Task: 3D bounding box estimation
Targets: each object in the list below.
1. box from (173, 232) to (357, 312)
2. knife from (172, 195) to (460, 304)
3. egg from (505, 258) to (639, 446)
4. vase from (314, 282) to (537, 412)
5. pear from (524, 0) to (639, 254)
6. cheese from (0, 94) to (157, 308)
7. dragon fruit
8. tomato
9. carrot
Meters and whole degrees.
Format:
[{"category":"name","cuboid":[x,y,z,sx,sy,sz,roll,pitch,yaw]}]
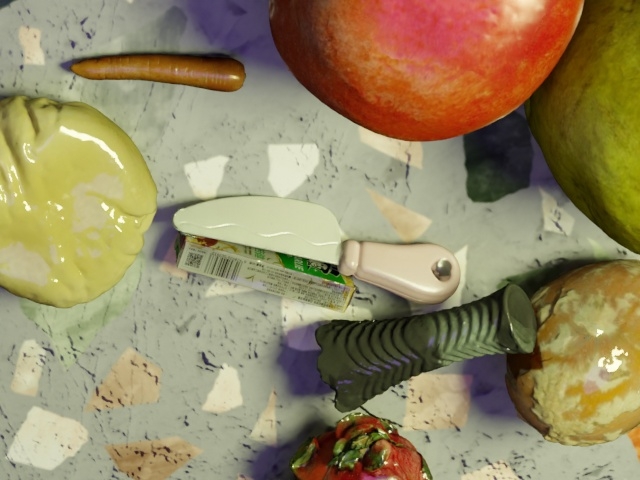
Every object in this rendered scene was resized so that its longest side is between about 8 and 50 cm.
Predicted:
[{"category":"box","cuboid":[-0.062,0.031,1.861,0.207,0.050,0.041,15,115,-12]},{"category":"knife","cuboid":[0.001,-0.003,1.847,0.335,0.043,0.081,16,67,-14]},{"category":"egg","cuboid":[0.312,0.124,1.868,0.195,0.195,0.233,36,88,-19]},{"category":"vase","cuboid":[0.120,0.113,1.839,0.237,0.115,0.115,-18,116,27]},{"category":"pear","cuboid":[0.399,-0.141,1.658,0.352,0.413,0.352,-13,110,-38]},{"category":"cheese","cuboid":[-0.288,-0.045,1.775,0.226,0.117,0.214,32,102,-23]},{"category":"dragon fruit","cuboid":[0.011,0.318,1.931,0.269,0.198,0.200,-22,125,18]},{"category":"tomato","cuboid":[0.102,-0.267,1.627,0.289,0.293,0.325,19,103,-17]},{"category":"carrot","cuboid":[-0.174,-0.184,1.769,0.190,0.037,0.037,4,112,-4]}]
